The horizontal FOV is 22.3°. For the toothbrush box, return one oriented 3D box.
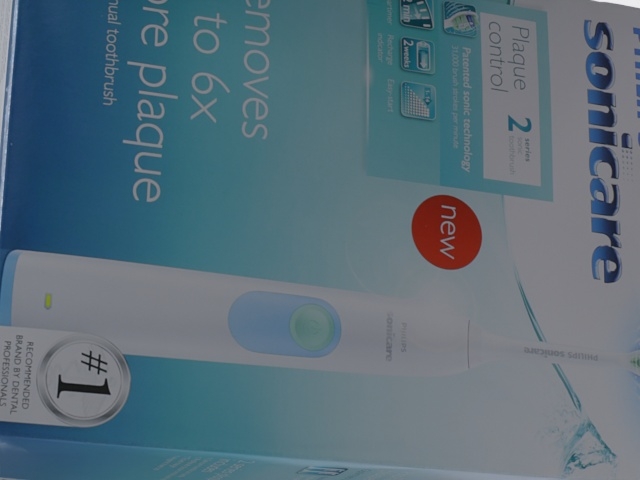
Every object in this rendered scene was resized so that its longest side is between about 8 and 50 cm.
[{"bbox_3d":[0.000,0.000,0.696,0.295,0.126,0.216,8,-108,-19],"label":"toothbrush box"}]
